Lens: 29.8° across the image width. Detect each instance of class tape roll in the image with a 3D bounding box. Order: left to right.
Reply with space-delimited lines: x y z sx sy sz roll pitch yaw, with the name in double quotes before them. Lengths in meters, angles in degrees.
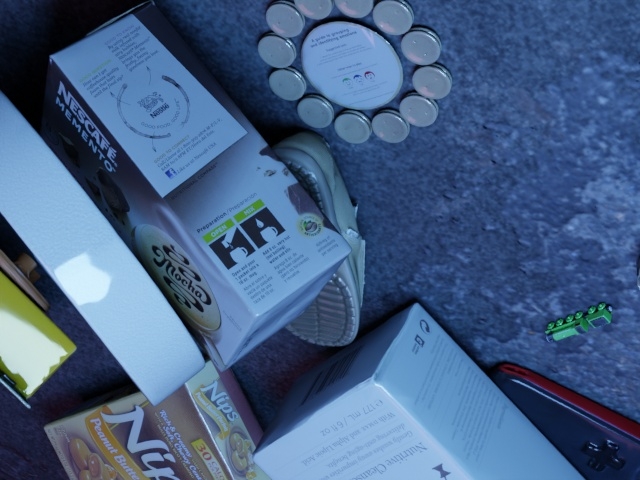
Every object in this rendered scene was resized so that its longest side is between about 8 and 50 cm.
"tape roll" -0.258 -0.002 1.204 0.392 0.072 0.392 48 168 13

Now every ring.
"ring" -0.411 -0.048 1.319 0.336 0.032 0.336 41 166 12

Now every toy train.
"toy train" 0.266 0.087 1.240 0.017 0.024 0.083 42 136 -19

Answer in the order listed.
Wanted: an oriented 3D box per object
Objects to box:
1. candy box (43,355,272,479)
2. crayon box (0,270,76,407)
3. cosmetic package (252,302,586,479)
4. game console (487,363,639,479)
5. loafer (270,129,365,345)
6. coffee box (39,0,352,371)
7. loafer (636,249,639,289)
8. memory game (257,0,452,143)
"candy box" -0.212 0.276 1.583 0.316 0.087 0.183 -23 96 42
"crayon box" -0.385 0.070 1.352 0.203 0.083 0.323 47 168 -14
"cosmetic package" 0.141 0.283 1.328 0.385 0.156 0.217 46 127 -8
"game console" 0.283 0.343 1.432 0.342 0.060 0.386 25 129 -1
"loafer" 0.000 0.000 1.226 0.102 0.092 0.268 10 135 19
"coffee box" -0.124 -0.047 1.111 0.297 0.119 0.168 51 154 8
"loafer" 0.409 0.034 1.058 0.267 0.084 0.096 -1 119 25
"memory game" 0.029 -0.161 1.102 0.186 0.012 0.186 14 139 13
